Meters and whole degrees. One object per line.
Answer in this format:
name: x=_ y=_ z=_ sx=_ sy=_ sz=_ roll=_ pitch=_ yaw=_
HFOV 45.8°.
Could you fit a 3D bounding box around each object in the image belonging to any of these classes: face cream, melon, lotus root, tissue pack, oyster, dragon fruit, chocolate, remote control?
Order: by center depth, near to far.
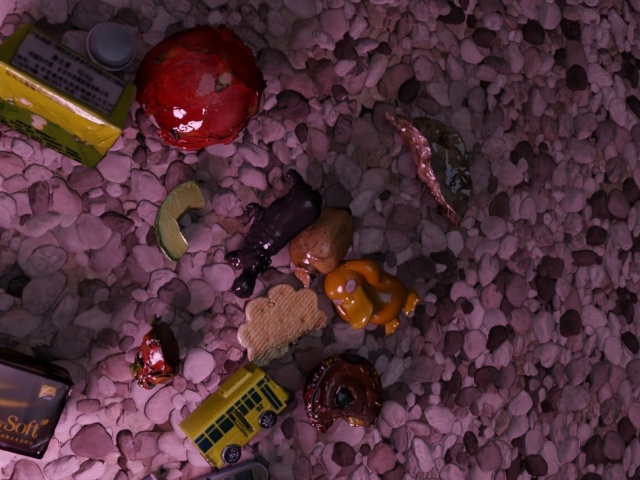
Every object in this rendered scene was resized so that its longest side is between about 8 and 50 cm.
tissue pack: x=-0.751 y=0.322 z=1.638 sx=0.370 sy=0.210 sz=0.198 roll=24 pitch=85 yaw=-23
chocolate: x=-0.585 y=-0.316 z=1.693 sx=0.301 sy=0.289 sz=0.137 roll=29 pitch=66 yaw=-20
face cream: x=-0.506 y=-0.462 z=1.826 sx=0.117 sy=0.104 sz=0.117 roll=1 pitch=87 yaw=-25
dragon fruit: x=-0.292 y=-0.367 z=1.827 sx=0.301 sy=0.295 sz=0.295 roll=-38 pitch=103 yaw=-5
dragon fruit: x=-0.400 y=0.284 z=1.838 sx=0.175 sy=0.142 sz=0.138 roll=-48 pitch=143 yaw=3
melon: x=-0.357 y=-0.055 z=1.902 sx=0.118 sy=0.064 sz=0.209 roll=35 pitch=72 yaw=-18
remote control: x=-0.251 y=0.628 z=1.929 sx=0.244 sy=0.047 sz=0.087 roll=-13 pitch=95 yaw=-23
lotus root: x=0.000 y=0.000 z=2.013 sx=0.257 sy=0.154 sz=0.140 roll=-58 pitch=133 yaw=-33
oyster: x=0.340 y=-0.236 z=2.209 sx=0.204 sy=0.111 sz=0.396 roll=-37 pitch=103 yaw=-39

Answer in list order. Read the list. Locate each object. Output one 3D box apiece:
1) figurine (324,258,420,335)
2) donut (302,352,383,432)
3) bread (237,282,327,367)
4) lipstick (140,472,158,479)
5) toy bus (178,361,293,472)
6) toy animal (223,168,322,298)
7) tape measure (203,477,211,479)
figurine: x=0.129 y=0.147 z=2.060 sx=0.228 sy=0.215 sz=0.215 roll=3 pitch=87 yaw=-41
donut: x=0.052 y=0.411 z=2.046 sx=0.230 sy=0.096 sz=0.216 roll=-11 pitch=90 yaw=-24
bread: x=-0.109 y=0.212 z=2.012 sx=0.251 sy=0.039 sz=0.182 roll=-32 pitch=99 yaw=-20
lipstick: x=-0.458 y=0.619 z=1.841 sx=0.141 sy=0.040 sz=0.040 roll=-32 pitch=101 yaw=-21
toy bus: x=-0.212 y=0.431 z=1.899 sx=0.262 sy=0.128 sz=0.150 roll=-41 pitch=111 yaw=-17
toy animal: x=-0.134 y=-0.018 z=1.943 sx=0.343 sy=0.168 sz=0.106 roll=-51 pitch=141 yaw=0
tape measure: x=-0.229 y=0.732 z=1.896 sx=0.215 sy=0.098 sz=0.351 roll=-48 pitch=128 yaw=2
